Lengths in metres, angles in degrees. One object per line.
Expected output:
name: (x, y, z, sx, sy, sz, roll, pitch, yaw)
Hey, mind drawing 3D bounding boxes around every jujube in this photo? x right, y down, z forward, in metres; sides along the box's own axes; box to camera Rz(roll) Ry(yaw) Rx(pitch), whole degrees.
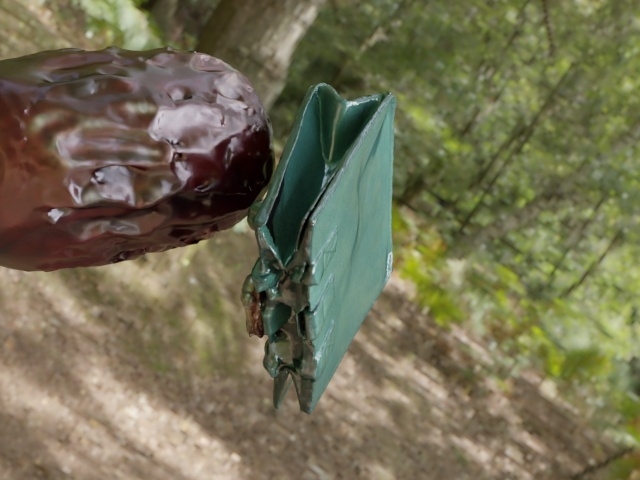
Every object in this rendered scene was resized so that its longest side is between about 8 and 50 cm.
jujube: (-0.236, -0.090, 1.322, 0.376, 0.258, 0.258, -15, 31, -24)

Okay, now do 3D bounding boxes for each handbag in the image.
handbag: (-0.004, -0.002, 1.334, 0.100, 0.274, 0.269, 13, -45, 16)
